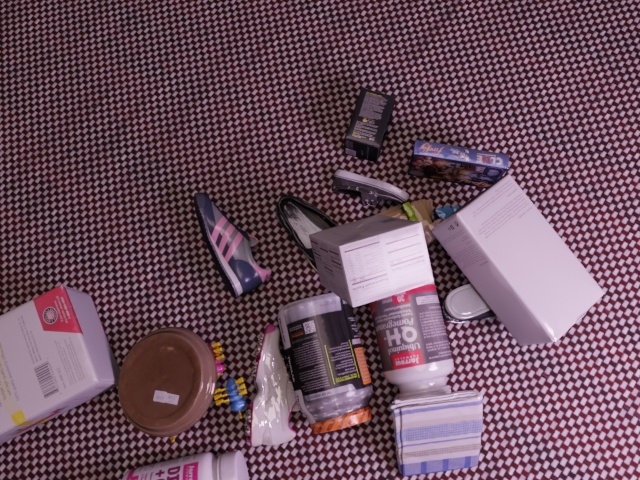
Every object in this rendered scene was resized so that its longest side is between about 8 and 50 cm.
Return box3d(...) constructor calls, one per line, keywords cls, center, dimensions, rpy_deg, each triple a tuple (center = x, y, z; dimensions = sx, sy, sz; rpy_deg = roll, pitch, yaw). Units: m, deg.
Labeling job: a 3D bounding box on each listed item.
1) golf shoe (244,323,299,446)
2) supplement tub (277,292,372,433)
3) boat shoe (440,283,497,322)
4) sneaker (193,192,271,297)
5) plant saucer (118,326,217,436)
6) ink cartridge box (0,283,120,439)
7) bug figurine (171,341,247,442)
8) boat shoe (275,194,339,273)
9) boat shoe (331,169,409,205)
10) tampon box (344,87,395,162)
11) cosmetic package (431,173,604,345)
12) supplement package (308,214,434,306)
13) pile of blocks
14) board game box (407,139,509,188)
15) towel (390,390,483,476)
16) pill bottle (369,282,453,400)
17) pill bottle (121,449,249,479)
box3d(cls="golf shoe", center=(-0.115, 0.373, 1.407), dimensions=(0.140, 0.115, 0.306), rpy_deg=(7, 80, -9))
box3d(cls="supplement tub", center=(0.015, 0.303, 1.360), dimensions=(0.194, 0.193, 0.316), rpy_deg=(-14, 75, 0))
box3d(cls="boat shoe", center=(0.450, 0.145, 1.424), dimensions=(0.303, 0.091, 0.114), rpy_deg=(-7, 72, -12))
box3d(cls="sneaker", center=(-0.248, -0.004, 1.511), dimensions=(0.131, 0.112, 0.319), rpy_deg=(-22, 78, -19))
box3d(cls="plant saucer", center=(-0.399, 0.356, 1.389), dimensions=(0.278, 0.041, 0.277), rpy_deg=(-4, 71, 13))
box3d(cls="ink cartridge box", center=(-0.764, 0.332, 1.420), dimensions=(0.385, 0.160, 0.279), rpy_deg=(-27, 76, -3))
box3d(cls="bug figurine", center=(-0.319, 0.387, 1.417), dimensions=(0.279, 0.072, 0.216), rpy_deg=(-21, 68, 8))
box3d(cls="boat shoe", center=(0.003, -0.003, 1.477), dimensions=(0.127, 0.113, 0.340), rpy_deg=(-38, 77, -7))
box3d(cls="boat shoe", center=(0.131, -0.132, 1.507), dimensions=(0.229, 0.080, 0.076), rpy_deg=(21, 88, 22))
box3d(cls="tampon box", center=(0.138, -0.325, 1.543), dimensions=(0.101, 0.120, 0.161), rpy_deg=(17, 78, 7))
box3d(cls="cosmetic package", center=(0.472, 0.051, 1.321), dimensions=(0.197, 0.155, 0.365), rpy_deg=(-34, 85, -19))
box3d(cls="supplement package", center=(0.113, 0.039, 1.309), dimensions=(0.204, 0.262, 0.145), rpy_deg=(-16, 101, -13))
box3d(cls="pile of blocks", center=(0.320, -0.053, 1.470), dimensions=(0.362, 0.112, 0.149), rpy_deg=(1, 76, 3))
box3d(cls="board game box", center=(0.366, -0.203, 1.477), dimensions=(0.243, 0.165, 0.042), rpy_deg=(10, 77, 7))
box3d(cls="towel", center=(0.277, 0.461, 1.291), dimensions=(0.209, 0.285, 0.034), rpy_deg=(-8, 36, 3))
box3d(cls="pill bottle", center=(0.232, 0.259, 1.366), dimensions=(0.176, 0.176, 0.318), rpy_deg=(-11, 76, 1))
box3d(cls="pill bottle", center=(-0.325, 0.610, 1.325), dimensions=(0.283, 0.160, 0.160), rpy_deg=(-13, 76, 0))
